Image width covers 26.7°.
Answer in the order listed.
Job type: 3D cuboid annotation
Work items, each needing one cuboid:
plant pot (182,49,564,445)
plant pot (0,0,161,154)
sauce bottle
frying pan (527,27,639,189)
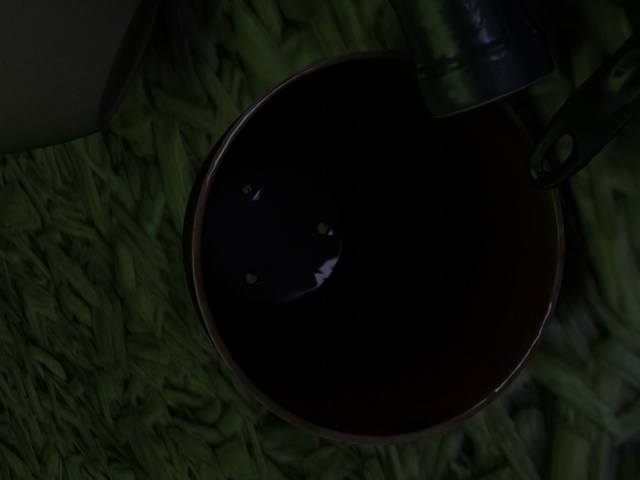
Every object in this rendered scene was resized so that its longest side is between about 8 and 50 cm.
[{"bbox_3d":[0.000,0.000,0.838,0.215,0.215,0.230,68,164,-9],"label":"plant pot"},{"bbox_3d":[-0.230,-0.176,1.010,0.191,0.284,0.284,23,145,-2],"label":"plant pot"},{"bbox_3d":[0.025,-0.231,0.673,0.111,0.111,0.344,-10,104,60],"label":"sauce bottle"},{"bbox_3d":[0.197,-0.103,0.568,0.197,0.053,0.326,41,146,32],"label":"frying pan"}]
